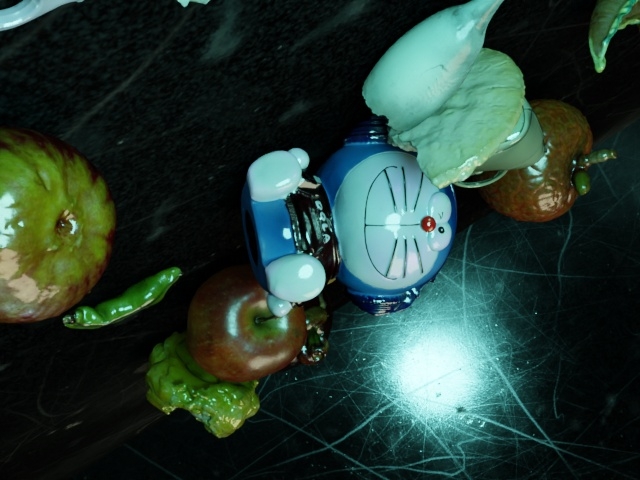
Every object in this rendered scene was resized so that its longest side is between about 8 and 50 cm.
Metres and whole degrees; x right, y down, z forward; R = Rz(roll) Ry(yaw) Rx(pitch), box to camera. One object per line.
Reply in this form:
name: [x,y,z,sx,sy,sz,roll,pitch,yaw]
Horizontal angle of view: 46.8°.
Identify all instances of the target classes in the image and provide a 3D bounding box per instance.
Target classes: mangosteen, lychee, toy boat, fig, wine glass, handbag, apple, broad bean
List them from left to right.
fig: [-0.243,-0.016,0.587,0.149,0.148,0.202,14,-175,-27]
broad bean: [-0.299,0.095,1.120,0.195,0.046,0.061,-23,168,-34]
apple: [-0.145,0.150,1.371,0.230,0.230,0.230,-31,169,-7]
mangosteen: [-0.066,0.181,1.580,0.228,0.228,0.265,-27,-149,-25]
handbag: [0.256,-0.156,1.246,0.241,0.109,0.315,-11,171,16]
wine glass: [0.234,-0.201,0.830,0.309,0.264,0.096,-44,-157,45]
lychee: [0.450,-0.163,1.515,0.255,0.300,0.255,-34,132,-47]
toy boat: [0.499,-0.367,1.185,0.293,0.099,0.108,-35,171,-26]

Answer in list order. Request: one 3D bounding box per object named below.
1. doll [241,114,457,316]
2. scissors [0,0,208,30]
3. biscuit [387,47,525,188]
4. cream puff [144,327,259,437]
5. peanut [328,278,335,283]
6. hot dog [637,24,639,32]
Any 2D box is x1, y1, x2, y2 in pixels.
doll: [0.050,-0.028,1.046,0.310,0.284,0.240,-10,-171,-15]
scissors: [-0.139,-0.170,0.488,0.110,0.021,0.212,-37,167,32]
biscuit: [0.166,-0.164,0.941,0.188,0.040,0.265,-12,-137,28]
cream puff: [-0.249,0.296,1.624,0.185,0.282,0.282,-60,165,5]
peanut: [0.000,0.000,1.329,0.137,0.122,0.253,-18,162,-23]
hot dog: [0.710,-0.440,1.381,0.259,0.114,0.175,-23,166,-36]
